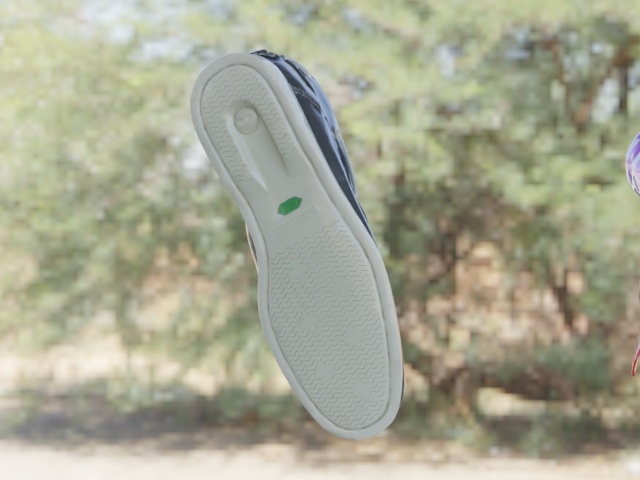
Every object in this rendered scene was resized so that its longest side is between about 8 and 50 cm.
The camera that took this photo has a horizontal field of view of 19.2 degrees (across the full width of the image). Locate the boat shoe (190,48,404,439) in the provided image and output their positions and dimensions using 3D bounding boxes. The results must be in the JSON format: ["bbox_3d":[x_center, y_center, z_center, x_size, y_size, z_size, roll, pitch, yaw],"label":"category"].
[{"bbox_3d":[0.000,0.000,1.101,0.084,0.233,0.079,-21,-3,20],"label":"boat shoe"}]

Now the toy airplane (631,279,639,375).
[{"bbox_3d":[0.188,0.001,1.032,0.028,0.151,0.151,3,1,13],"label":"toy airplane"}]

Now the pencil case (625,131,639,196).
[{"bbox_3d":[0.325,-0.036,1.556,0.086,0.088,0.206,37,9,-28],"label":"pencil case"}]
